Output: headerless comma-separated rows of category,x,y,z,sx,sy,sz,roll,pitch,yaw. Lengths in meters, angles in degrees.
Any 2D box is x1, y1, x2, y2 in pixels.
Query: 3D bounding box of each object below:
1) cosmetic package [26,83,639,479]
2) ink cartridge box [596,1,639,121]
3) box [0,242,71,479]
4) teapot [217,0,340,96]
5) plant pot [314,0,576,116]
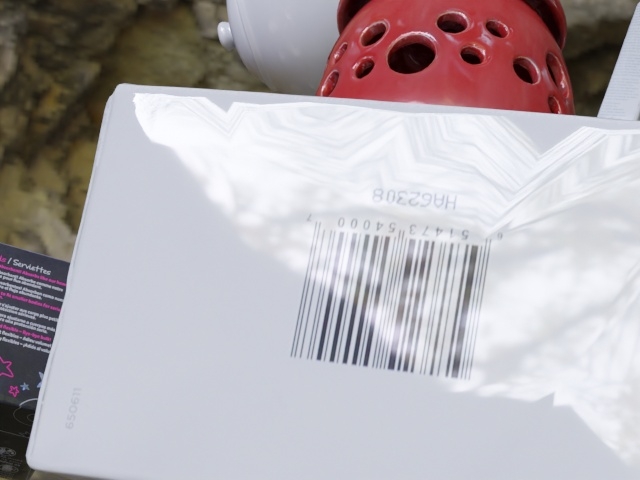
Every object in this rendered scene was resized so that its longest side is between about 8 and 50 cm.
cosmetic package,0.050,0.054,0.508,0.225,0.224,0.138,48,-130,-67
ink cartridge box,0.346,-0.134,1.397,0.224,0.045,0.223,-64,-31,-25
box,-0.327,0.081,1.104,0.163,0.247,0.142,129,154,-53
teapot,-0.027,-0.260,1.525,0.252,0.187,0.256,47,-149,-73
plant pot,0.091,-0.102,0.969,0.191,0.191,0.174,81,-162,-59
